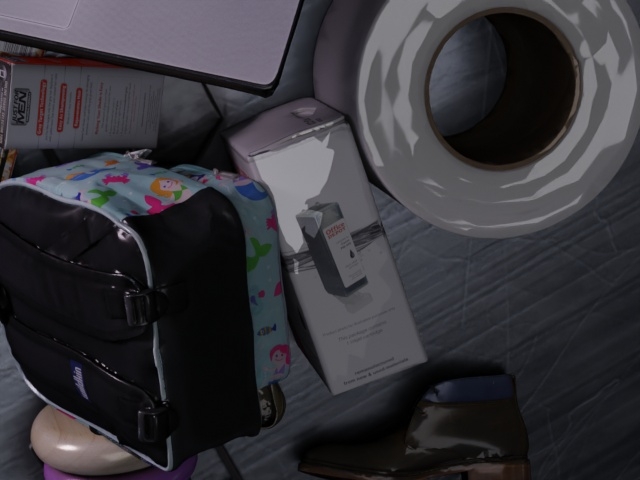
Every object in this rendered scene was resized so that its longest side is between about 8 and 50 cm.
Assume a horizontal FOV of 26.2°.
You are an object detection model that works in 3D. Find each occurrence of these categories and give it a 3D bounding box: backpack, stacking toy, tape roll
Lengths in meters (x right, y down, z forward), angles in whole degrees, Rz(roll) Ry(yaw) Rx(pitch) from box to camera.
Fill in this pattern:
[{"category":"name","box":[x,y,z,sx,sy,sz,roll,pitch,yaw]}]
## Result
[{"category":"backpack","box":[-0.152,0.040,1.098,0.191,0.253,0.225,-25,118,-42]},{"category":"stacking toy","box":[-0.163,0.298,1.217,0.141,0.141,0.330,-9,108,-10]},{"category":"tape roll","box":[0.128,-0.136,1.159,0.246,0.169,0.246,-2,102,-11]}]

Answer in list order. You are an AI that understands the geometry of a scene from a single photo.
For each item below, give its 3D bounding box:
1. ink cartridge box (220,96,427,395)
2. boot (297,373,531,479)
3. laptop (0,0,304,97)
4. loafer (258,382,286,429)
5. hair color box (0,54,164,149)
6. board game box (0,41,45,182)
[{"category":"ink cartridge box","box":[0.000,0.000,1.166,0.092,0.158,0.218,-20,105,-8]},{"category":"boot","box":[0.088,0.176,1.284,0.219,0.082,0.106,2,80,-9]},{"category":"laptop","box":[-0.168,-0.360,0.916,0.381,0.236,0.408,13,68,7]},{"category":"loafer","box":[-0.073,0.109,1.232,0.056,0.050,0.148,-35,107,-3]},{"category":"hair color box","box":[-0.200,-0.113,1.126,0.141,0.043,0.072,-3,108,-39]},{"category":"board game box","box":[-0.318,-0.102,1.132,0.146,0.045,0.194,15,99,-15]}]
